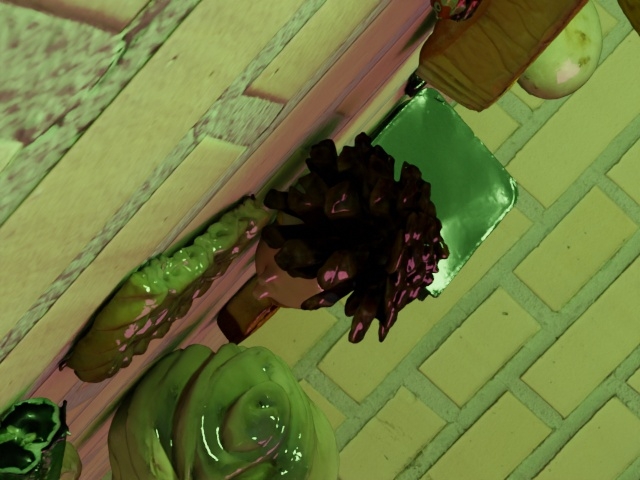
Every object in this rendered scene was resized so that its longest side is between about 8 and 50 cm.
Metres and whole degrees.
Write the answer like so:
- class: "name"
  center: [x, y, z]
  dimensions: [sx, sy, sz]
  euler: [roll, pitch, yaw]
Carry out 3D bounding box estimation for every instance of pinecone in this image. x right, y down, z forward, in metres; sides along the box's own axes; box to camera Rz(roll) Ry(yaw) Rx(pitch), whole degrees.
- class: "pinecone"
  center: [0.036, -0.008, 1.235]
  dimensions: [0.202, 0.201, 0.229]
  euler: [-52, 179, 18]

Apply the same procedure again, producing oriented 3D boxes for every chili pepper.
- class: "chili pepper"
  center: [-0.253, 0.232, 0.952]
  dimensions: [0.088, 0.059, 0.226]
  euler: [-47, 159, -46]

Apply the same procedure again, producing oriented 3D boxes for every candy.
- class: "candy"
  center: [0.157, -0.274, 0.988]
  dimensions: [0.184, 0.049, 0.055]
  euler: [-56, -177, 12]

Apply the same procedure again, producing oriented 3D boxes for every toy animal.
- class: "toy animal"
  center: [0.002, 0.000, 1.538]
  dimensions: [0.248, 0.149, 0.165]
  euler: [-31, 174, -28]

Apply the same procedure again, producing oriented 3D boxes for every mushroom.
- class: "mushroom"
  center: [0.338, -0.326, 1.805]
  dimensions: [0.215, 0.207, 0.207]
  euler: [-2, -147, 42]

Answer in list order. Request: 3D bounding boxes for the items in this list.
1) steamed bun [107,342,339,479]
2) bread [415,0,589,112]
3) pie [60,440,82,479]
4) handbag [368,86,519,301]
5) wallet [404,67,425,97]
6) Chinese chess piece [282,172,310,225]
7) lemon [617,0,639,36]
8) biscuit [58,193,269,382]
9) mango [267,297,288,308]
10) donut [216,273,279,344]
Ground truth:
- class: "steamed bun"
  center: [-0.145, 0.329, 1.758]
  dimensions: [0.339, 0.352, 0.247]
  euler: [-43, -175, -21]
- class: "bread"
  center: [0.217, -0.262, 1.186]
  dimensions: [0.152, 0.119, 0.288]
  euler: [-41, 173, -40]
- class: "pie"
  center: [-0.366, 0.319, 1.084]
  dimensions: [0.337, 0.075, 0.337]
  euler: [-44, 173, -7]
- class: "handbag"
  center: [0.156, -0.071, 1.727]
  dimensions: [0.260, 0.247, 0.079]
  euler: [-47, -167, -25]
- class: "wallet"
  center: [0.156, -0.245, 1.620]
  dimensions: [0.082, 0.018, 0.156]
  euler: [-46, 179, -2]
- class: "Chinese chess piece"
  center: [0.021, -0.024, 1.418]
  dimensions: [0.144, 0.144, 0.058]
  euler: [-46, -148, -15]
- class: "lemon"
  center: [0.408, -0.281, 0.942]
  dimensions: [0.350, 0.387, 0.350]
  euler: [-6, -166, 2]
- class: "biscuit"
  center: [-0.146, 0.057, 1.026]
  dimensions: [0.187, 0.036, 0.273]
  euler: [-48, 177, 29]
- class: "mango"
  center: [-0.002, -0.003, 1.764]
  dimensions: [0.253, 0.113, 0.138]
  euler: [-54, 174, -6]
- class: "donut"
  center: [-0.123, 0.120, 2.095]
  dimensions: [0.166, 0.073, 0.184]
  euler: [-47, 177, 32]
